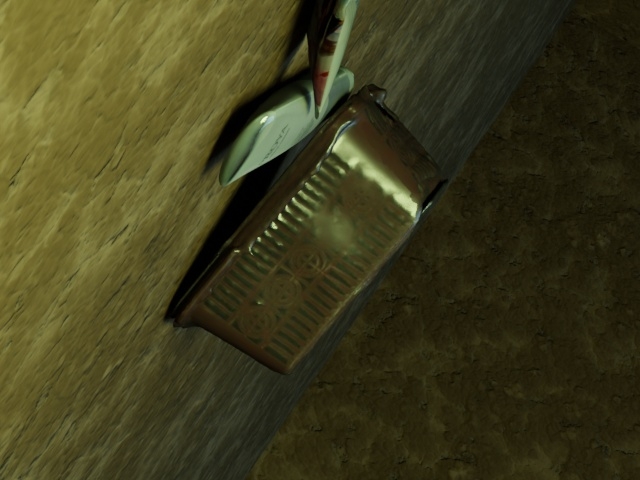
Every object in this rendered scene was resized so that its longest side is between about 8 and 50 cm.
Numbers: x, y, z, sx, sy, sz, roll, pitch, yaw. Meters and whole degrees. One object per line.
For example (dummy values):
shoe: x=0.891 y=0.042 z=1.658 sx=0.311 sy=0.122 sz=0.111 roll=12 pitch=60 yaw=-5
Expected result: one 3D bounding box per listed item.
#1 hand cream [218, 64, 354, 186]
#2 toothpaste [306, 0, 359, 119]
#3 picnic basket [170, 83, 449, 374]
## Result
hand cream: x=-0.028 y=-0.111 z=1.599 sx=0.079 sy=0.048 sz=0.255 roll=-60 pitch=175 yaw=24
toothpaste: x=0.025 y=-0.217 z=1.479 sx=0.266 sy=0.061 sz=0.096 roll=115 pitch=-23 yaw=-51
picnic basket: x=0.000 y=0.000 z=1.759 sx=0.297 sy=0.129 sz=0.222 roll=-50 pitch=178 yaw=17
